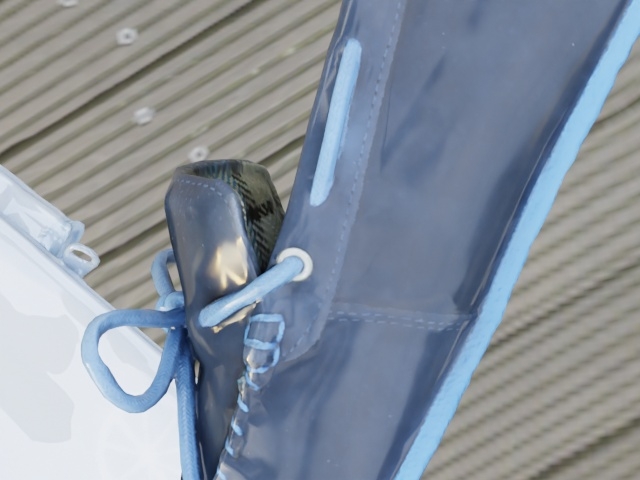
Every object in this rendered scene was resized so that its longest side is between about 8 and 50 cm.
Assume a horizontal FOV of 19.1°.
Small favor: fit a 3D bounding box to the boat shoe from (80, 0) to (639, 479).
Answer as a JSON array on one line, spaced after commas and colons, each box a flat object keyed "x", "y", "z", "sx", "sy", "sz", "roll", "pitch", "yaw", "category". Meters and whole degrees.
[{"x": 0.000, "y": 0.000, "z": 0.483, "sx": 0.089, "sy": 0.109, "sz": 0.258, "roll": 25, "pitch": 93, "yaw": -5, "category": "boat shoe"}]

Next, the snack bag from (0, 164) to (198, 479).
[{"x": -0.189, "y": 0.115, "z": 0.794, "sx": 0.342, "sy": 0.037, "sz": 0.323, "roll": 38, "pitch": 107, "yaw": 10, "category": "snack bag"}]
